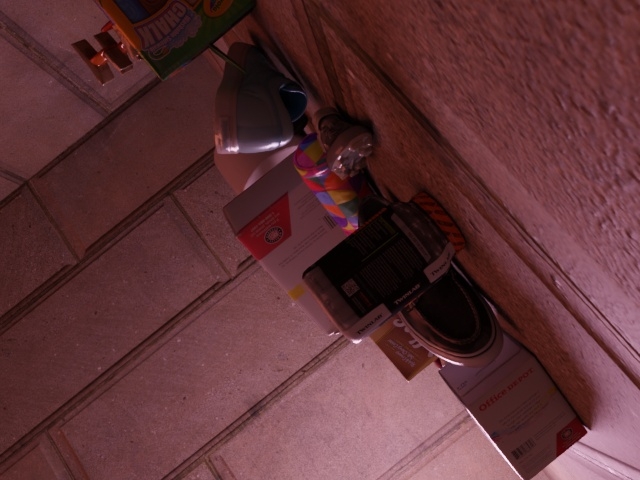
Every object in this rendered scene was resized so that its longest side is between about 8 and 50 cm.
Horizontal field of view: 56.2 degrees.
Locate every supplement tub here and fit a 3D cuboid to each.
[{"bbox_3d":[0.082,0.031,0.762,0.117,0.190,0.117,52,-179,-1],"label":"supplement tub"}]

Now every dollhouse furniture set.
[{"bbox_3d":[-0.322,-0.448,1.140,0.135,0.262,0.259,54,-149,-17],"label":"dollhouse furniture set"}]

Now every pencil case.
[{"bbox_3d":[0.042,-0.100,1.082,0.104,0.104,0.236,52,178,43],"label":"pencil case"}]

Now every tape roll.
[{"bbox_3d":[-0.141,-0.209,1.616,0.169,0.246,0.246,52,180,29],"label":"tape roll"}]

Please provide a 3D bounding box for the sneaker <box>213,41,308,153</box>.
[{"bbox_3d":[-0.099,-0.250,1.070,0.366,0.150,0.135,-92,7,-52],"label":"sneaker"}]

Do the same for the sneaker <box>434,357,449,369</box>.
[{"bbox_3d":[0.321,0.267,1.457,0.103,0.111,0.252,52,180,28],"label":"sneaker"}]

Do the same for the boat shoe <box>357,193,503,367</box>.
[{"bbox_3d":[0.144,0.054,0.928,0.335,0.121,0.119,50,176,39],"label":"boat shoe"}]

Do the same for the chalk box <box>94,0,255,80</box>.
[{"bbox_3d":[-0.221,-0.358,0.900,0.289,0.179,0.180,52,-179,-18],"label":"chalk box"}]

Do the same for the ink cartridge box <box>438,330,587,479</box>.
[{"bbox_3d":[0.300,0.254,0.949,0.176,0.128,0.127,52,180,-17],"label":"ink cartridge box"}]

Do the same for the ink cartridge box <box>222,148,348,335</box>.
[{"bbox_3d":[0.000,0.000,1.422,0.384,0.279,0.160,52,178,-33],"label":"ink cartridge box"}]

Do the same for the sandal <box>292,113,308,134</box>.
[{"bbox_3d":[-0.078,-0.275,1.316,0.040,0.067,0.179,34,-170,-48],"label":"sandal"}]

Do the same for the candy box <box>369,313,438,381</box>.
[{"bbox_3d":[0.157,0.119,1.169,0.316,0.183,0.087,51,180,-37],"label":"candy box"}]

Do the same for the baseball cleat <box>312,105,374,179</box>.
[{"bbox_3d":[0.021,-0.142,0.832,0.109,0.072,0.206,58,177,4],"label":"baseball cleat"}]
